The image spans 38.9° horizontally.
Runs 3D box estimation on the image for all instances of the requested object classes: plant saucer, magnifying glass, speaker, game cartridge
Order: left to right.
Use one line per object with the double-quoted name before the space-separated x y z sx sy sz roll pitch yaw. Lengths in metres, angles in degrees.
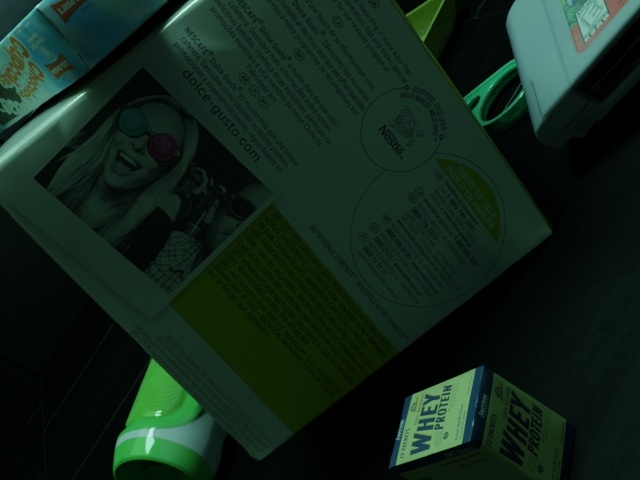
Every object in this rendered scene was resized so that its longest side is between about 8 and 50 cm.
"speaker" -0.160 0.177 1.134 0.131 0.131 0.296 -41 24 39
"plant saucer" 0.114 -0.246 1.284 0.188 0.045 0.188 -15 45 63
"magnifying glass" 0.169 -0.148 1.017 0.092 0.026 0.231 -62 19 -17
"game cartridge" 0.260 -0.237 0.742 0.294 0.060 0.196 -53 22 38

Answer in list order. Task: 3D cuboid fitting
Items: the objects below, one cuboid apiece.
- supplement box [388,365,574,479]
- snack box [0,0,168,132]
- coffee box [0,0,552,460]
"supplement box" 0.106 0.137 0.600 0.083 0.083 0.056 -35 28 47
"snack box" -0.208 -0.185 0.777 0.187 0.060 0.322 -51 23 -27
"coffee box" -0.052 -0.077 0.859 0.334 0.338 0.337 -39 20 4
